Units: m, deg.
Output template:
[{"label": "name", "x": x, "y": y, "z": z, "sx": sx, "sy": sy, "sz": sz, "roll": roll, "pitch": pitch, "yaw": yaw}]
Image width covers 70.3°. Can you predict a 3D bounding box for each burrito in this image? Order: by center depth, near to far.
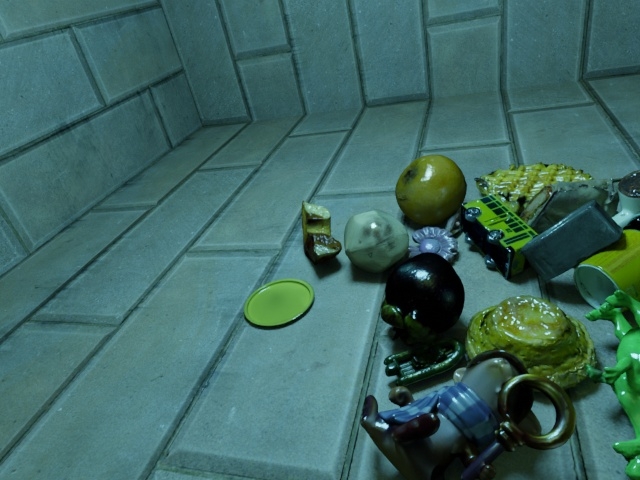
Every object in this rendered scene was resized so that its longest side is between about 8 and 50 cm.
[{"label": "burrito", "x": 0.803, "y": -0.113, "z": 1.470, "sx": 0.347, "sy": 0.175, "sz": 0.107, "roll": -9, "pitch": 13, "yaw": 7}]

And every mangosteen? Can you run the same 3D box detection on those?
[{"label": "mangosteen", "x": 0.263, "y": 0.159, "z": 1.198, "sx": 0.242, "sy": 0.243, "sz": 0.243, "roll": -10, "pitch": 31, "yaw": 6}]

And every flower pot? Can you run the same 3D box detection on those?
[{"label": "flower pot", "x": 0.657, "y": 0.002, "z": 1.203, "sx": 0.229, "sy": 0.108, "sz": 0.103, "roll": -41, "pitch": -9, "yaw": 32}]

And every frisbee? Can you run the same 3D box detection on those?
[{"label": "frisbee", "x": -0.133, "y": 0.199, "z": 1.472, "sx": 0.235, "sy": 0.017, "sz": 0.236, "roll": -10, "pitch": 31, "yaw": 6}]

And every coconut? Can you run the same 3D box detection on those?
[{"label": "coconut", "x": 0.173, "y": 0.006, "z": 1.496, "sx": 0.223, "sy": 0.225, "sz": 0.224, "roll": -10, "pitch": 31, "yaw": 6}]

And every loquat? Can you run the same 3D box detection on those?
[{"label": "loquat", "x": 0.399, "y": -0.184, "z": 1.669, "sx": 0.262, "sy": 0.263, "sz": 0.263, "roll": -10, "pitch": 31, "yaw": 6}]

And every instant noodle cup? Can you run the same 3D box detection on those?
[{"label": "instant noodle cup", "x": 0.796, "y": 0.072, "z": 1.163, "sx": 0.236, "sy": 0.216, "sz": 0.215, "roll": -29, "pitch": 33, "yaw": -9}]

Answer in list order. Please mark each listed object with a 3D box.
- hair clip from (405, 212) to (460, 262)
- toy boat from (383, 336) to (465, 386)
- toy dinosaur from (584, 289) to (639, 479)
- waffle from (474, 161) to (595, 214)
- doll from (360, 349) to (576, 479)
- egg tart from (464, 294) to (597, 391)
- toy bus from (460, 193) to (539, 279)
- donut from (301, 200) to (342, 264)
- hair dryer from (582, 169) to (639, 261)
[{"label": "hair clip", "x": 0.413, "y": -0.011, "z": 1.552, "sx": 0.172, "sy": 0.069, "sz": 0.300, "roll": 17, "pitch": 42, "yaw": 38}, {"label": "toy boat", "x": 0.258, "y": 0.296, "z": 1.125, "sx": 0.210, "sy": 0.052, "sz": 0.104, "roll": -18, "pitch": 28, "yaw": -6}, {"label": "toy dinosaur", "x": 0.761, "y": 0.269, "z": 0.937, "sx": 0.498, "sy": 0.144, "sz": 0.375, "roll": -1, "pitch": 51, "yaw": -11}, {"label": "waffle", "x": 0.800, "y": -0.203, "z": 1.699, "sx": 0.379, "sy": 0.095, "sz": 0.382, "roll": -15, "pitch": 28, "yaw": -4}, {"label": "doll", "x": 0.273, "y": 0.345, "z": 0.887, "sx": 0.339, "sy": 0.209, "sz": 0.318, "roll": -23, "pitch": 35, "yaw": -21}, {"label": "egg tart", "x": 0.493, "y": 0.224, "z": 1.084, "sx": 0.293, "sy": 0.123, "sz": 0.294, "roll": -11, "pitch": 29, "yaw": 6}, {"label": "toy bus", "x": 0.557, "y": -0.018, "z": 1.416, "sx": 0.149, "sy": 0.128, "sz": 0.262, "roll": -19, "pitch": 41, "yaw": -7}, {"label": "donut", "x": 0.000, "y": 0.000, "z": 1.643, "sx": 0.112, "sy": 0.151, "sz": 0.295, "roll": -3, "pitch": 42, "yaw": -10}, {"label": "hair dryer", "x": 0.858, "y": -0.030, "z": 1.335, "sx": 0.361, "sy": 0.203, "sz": 0.128, "roll": -34, "pitch": 32, "yaw": 2}]
